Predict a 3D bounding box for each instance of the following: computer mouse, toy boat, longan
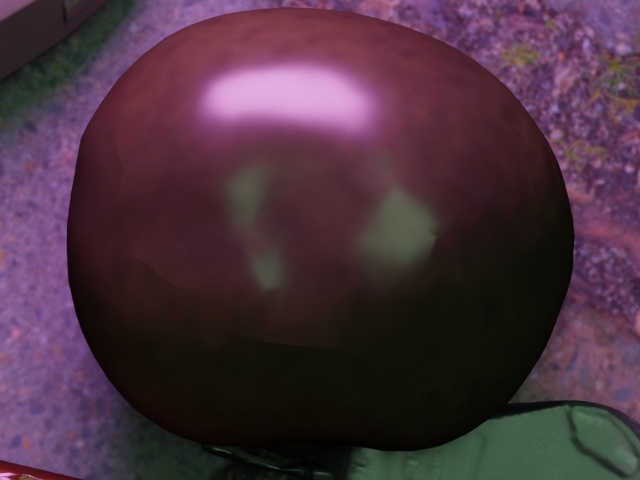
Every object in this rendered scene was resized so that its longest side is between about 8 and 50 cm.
[{"bbox_3d":[0.094,0.191,1.474,0.379,0.090,0.167,11,82,2],"label":"computer mouse"},{"bbox_3d":[-0.234,-0.212,1.452,0.141,0.141,0.269,41,71,-3],"label":"toy boat"},{"bbox_3d":[0.000,0.000,1.362,0.361,0.361,0.361,3,78,-13],"label":"longan"}]

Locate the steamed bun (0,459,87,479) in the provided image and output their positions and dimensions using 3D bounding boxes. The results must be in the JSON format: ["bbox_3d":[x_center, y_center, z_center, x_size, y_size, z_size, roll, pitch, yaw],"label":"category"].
[{"bbox_3d":[-0.126,0.304,1.314,0.379,0.235,0.248,16,82,-9],"label":"steamed bun"}]
